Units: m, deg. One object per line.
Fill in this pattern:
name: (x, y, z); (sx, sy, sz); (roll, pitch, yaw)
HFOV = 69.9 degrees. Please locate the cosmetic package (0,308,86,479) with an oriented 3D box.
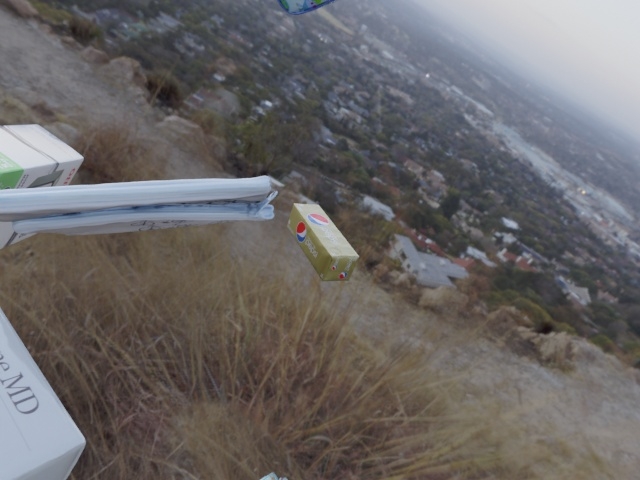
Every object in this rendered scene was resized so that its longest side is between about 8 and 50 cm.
cosmetic package: (-0.277, 0.139, 0.262); (0.151, 0.151, 0.184); (45, 28, 17)

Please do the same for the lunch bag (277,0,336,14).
lunch bag: (-0.010, -0.419, 0.578); (0.219, 0.176, 0.090); (58, 19, -45)

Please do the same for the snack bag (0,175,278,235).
snack bag: (-0.214, -0.034, 0.562); (0.323, 0.037, 0.342); (-4, 0, -11)

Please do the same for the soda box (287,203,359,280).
soda box: (0.000, 0.000, 0.882); (0.061, 0.058, 0.181); (1, 34, -31)

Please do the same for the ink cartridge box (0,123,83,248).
ink cartridge box: (-0.562, -0.087, 0.790); (0.115, 0.198, 0.273); (36, 11, -10)

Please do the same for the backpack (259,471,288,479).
backpack: (-0.162, 0.836, 1.447); (0.144, 0.166, 0.188); (38, -9, 13)
